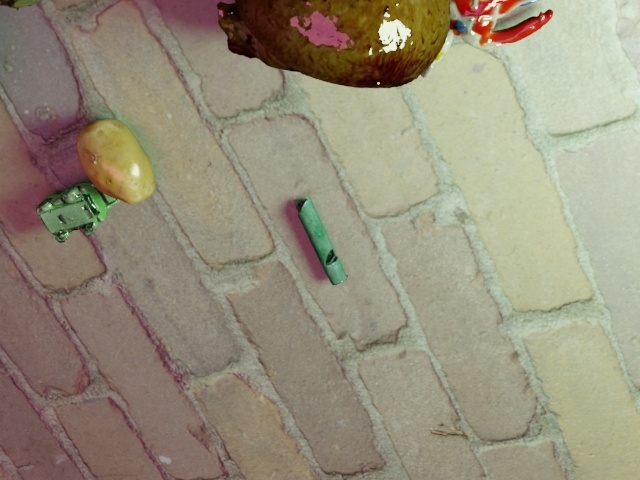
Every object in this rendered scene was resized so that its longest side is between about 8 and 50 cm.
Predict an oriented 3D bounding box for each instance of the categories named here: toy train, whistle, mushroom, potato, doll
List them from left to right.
[{"bbox_3d":[-0.479,-0.064,2.247,0.149,0.081,0.099,-16,117,28],"label":"toy train"},{"bbox_3d":[-0.384,-0.147,2.149,0.118,0.109,0.178,-13,114,46],"label":"potato"},{"bbox_3d":[0.000,0.000,2.191,0.039,0.039,0.186,-15,116,22],"label":"whistle"},{"bbox_3d":[0.000,-0.338,1.755,0.356,0.331,0.334,-43,68,25],"label":"mushroom"},{"bbox_3d":[0.273,-0.393,1.847,0.384,0.099,0.188,-35,109,26],"label":"doll"}]

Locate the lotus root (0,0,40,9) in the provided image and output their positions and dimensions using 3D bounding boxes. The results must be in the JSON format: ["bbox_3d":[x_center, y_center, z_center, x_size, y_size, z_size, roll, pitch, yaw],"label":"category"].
[{"bbox_3d":[-0.510,-0.441,1.980,0.143,0.144,0.070,0,130,24],"label":"lotus root"}]
